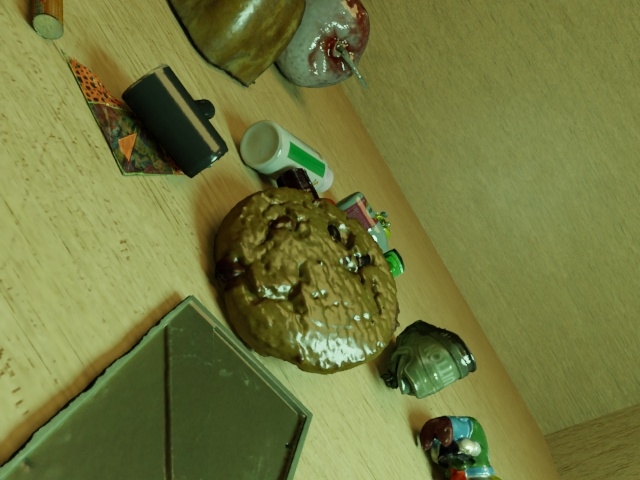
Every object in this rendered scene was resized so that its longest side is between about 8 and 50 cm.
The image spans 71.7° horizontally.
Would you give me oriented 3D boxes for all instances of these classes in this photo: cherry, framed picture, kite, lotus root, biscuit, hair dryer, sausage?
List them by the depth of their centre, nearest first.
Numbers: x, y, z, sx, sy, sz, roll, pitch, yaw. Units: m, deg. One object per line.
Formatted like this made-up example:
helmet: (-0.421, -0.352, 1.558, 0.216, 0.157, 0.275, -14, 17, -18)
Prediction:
framed picture: (-0.100, 0.167, 0.354, 0.192, 0.018, 0.265, 48, 20, -6)
sausage: (-0.307, -0.272, 0.498, 0.031, 0.031, 0.107, 31, 35, -56)
kite: (-0.221, -0.114, 0.526, 0.222, 0.008, 0.125, 44, 26, -40)
biscuit: (-0.003, 0.043, 0.608, 0.296, 0.075, 0.295, 25, 45, -28)
hair dryer: (-0.175, -0.173, 0.640, 0.128, 0.070, 0.255, 54, 11, -14)
lotus root: (-0.175, -0.530, 0.964, 0.316, 0.250, 0.316, 49, 12, -14)
cherry: (-0.017, -0.636, 1.406, 0.291, 0.335, 0.326, 35, 73, -44)

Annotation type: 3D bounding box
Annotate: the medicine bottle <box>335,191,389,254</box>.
medicine bottle: (0.120, -0.014, 1.136, 0.216, 0.091, 0.090, 57, 19, -10)

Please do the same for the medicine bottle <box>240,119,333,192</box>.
medicine bottle: (-0.053, -0.155, 0.890, 0.260, 0.095, 0.095, 17, 47, -63)

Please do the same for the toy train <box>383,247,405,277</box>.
toy train: (0.105, 0.080, 0.915, 0.084, 0.119, 0.251, 62, 17, 1)

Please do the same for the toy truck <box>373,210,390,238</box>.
toy truck: (0.175, -0.047, 1.353, 0.076, 0.077, 0.111, 44, 24, -41)

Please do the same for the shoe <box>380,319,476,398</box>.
shoe: (0.178, 0.240, 0.890, 0.109, 0.149, 0.293, 66, -13, 4)

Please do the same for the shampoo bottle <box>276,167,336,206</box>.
shampoo bottle: (0.000, 0.000, 0.776, 0.277, 0.105, 0.104, 65, 19, 15)

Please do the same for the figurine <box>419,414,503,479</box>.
figurine: (0.281, 0.454, 0.824, 0.185, 0.128, 0.234, 35, 41, -44)
